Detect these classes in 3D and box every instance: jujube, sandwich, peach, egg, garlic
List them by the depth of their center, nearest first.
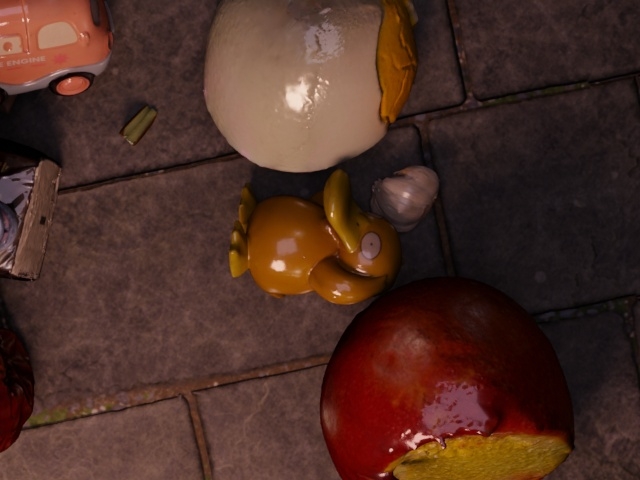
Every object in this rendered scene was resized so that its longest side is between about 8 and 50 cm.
[{"bbox_3d":[0.163,0.212,1.634,0.335,0.406,0.310,-27,64,8],"label":"peach"},{"bbox_3d":[-0.020,-0.278,1.653,0.337,0.201,0.337,-1,72,4],"label":"egg"},{"bbox_3d":[-0.508,0.209,1.661,0.213,0.232,0.213,0,92,-4],"label":"jujube"},{"bbox_3d":[0.124,-0.062,1.755,0.094,0.074,0.113,25,106,-12],"label":"garlic"},{"bbox_3d":[-0.273,-0.162,1.758,0.031,0.083,0.044,41,134,-7],"label":"sandwich"}]

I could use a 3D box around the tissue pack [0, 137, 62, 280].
[{"bbox_3d":[-0.557,-0.070,1.672,0.370,0.210,0.198,12,83,-1],"label":"tissue pack"}]

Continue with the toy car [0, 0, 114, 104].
[{"bbox_3d":[-0.417,-0.312,1.627,0.270,0.212,0.180,-12,69,-16],"label":"toy car"}]

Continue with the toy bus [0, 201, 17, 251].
[{"bbox_3d":[-0.535,-0.059,1.482,0.232,0.197,0.294,-18,90,7],"label":"toy bus"}]

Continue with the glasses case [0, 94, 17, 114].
[{"bbox_3d":[-0.520,-0.255,1.742,0.193,0.070,0.102,23,63,0],"label":"glasses case"}]

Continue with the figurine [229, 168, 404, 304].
[{"bbox_3d":[-0.007,0.005,1.712,0.228,0.215,0.215,-15,92,20],"label":"figurine"}]
